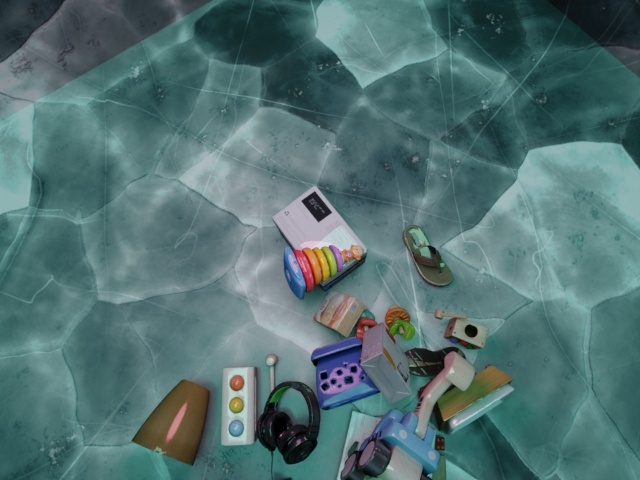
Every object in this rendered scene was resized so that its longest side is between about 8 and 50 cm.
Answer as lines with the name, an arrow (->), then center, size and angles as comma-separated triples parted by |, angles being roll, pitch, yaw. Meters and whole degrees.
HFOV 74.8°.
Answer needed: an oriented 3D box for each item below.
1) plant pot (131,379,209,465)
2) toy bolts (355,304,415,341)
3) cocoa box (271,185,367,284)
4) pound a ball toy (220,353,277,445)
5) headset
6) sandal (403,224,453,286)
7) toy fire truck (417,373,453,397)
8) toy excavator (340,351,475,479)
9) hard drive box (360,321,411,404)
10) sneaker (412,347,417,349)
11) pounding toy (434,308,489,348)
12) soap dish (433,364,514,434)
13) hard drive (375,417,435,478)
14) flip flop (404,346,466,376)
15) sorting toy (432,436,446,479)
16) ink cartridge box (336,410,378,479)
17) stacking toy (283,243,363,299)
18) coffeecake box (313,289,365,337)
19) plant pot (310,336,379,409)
plant pot -> -0.526, 0.665, 1.565 | 0.237, 0.237, 0.254 | 18, 59, 7
toy bolts -> 0.230, 0.350, 1.686 | 0.229, 0.158, 0.218 | 16, 114, -12
cocoa box -> 0.000, 0.000, 1.731 | 0.231, 0.228, 0.347 | -36, 76, -7
pound a ball toy -> -0.273, 0.601, 1.604 | 0.208, 0.135, 0.318 | -2, 73, 1
headset -> -0.110, 0.719, 1.529 | 0.244, 0.185, 0.393 | 10, 79, 44
sandal -> 0.447, 0.064, 1.773 | 0.120, 0.086, 0.302 | -29, 74, -7
toy fire truck -> 0.482, 0.554, 1.617 | 0.192, 0.135, 0.047 | -49, 44, 23
toy excavator -> 0.306, 0.615, 1.386 | 0.222, 0.432, 0.445 | 35, 44, 4
hard drive box -> 0.231, 0.425, 1.480 | 0.089, 0.232, 0.181 | -33, 98, 14
sneaker -> 0.372, 0.483, 1.675 | 0.069, 0.038, 0.098 | 44, 86, 10
pounding toy -> 0.535, 0.349, 1.634 | 0.206, 0.181, 0.094 | 22, 75, 8
soap dish -> 0.553, 0.589, 1.547 | 0.291, 0.229, 0.118 | -28, 57, -6
hard drive -> 0.285, 0.816, 1.480 | 0.210, 0.040, 0.318 | 5, 73, 18
flip flop -> 0.440, 0.477, 1.643 | 0.277, 0.080, 0.112 | -3, 56, -21
sorting toy -> 0.397, 0.847, 1.530 | 0.132, 0.046, 0.274 | 14, 69, -29
ink cartridge box -> 0.210, 0.816, 1.560 | 0.261, 0.066, 0.296 | 14, 73, 6
stacking toy -> 0.024, 0.079, 1.527 | 0.302, 0.165, 0.175 | -17, 64, -15
coffeecake box -> 0.072, 0.287, 1.664 | 0.068, 0.185, 0.142 | 39, 75, -25
plant pot -> 0.088, 0.500, 1.582 | 0.236, 0.236, 0.212 | -18, 66, -3
